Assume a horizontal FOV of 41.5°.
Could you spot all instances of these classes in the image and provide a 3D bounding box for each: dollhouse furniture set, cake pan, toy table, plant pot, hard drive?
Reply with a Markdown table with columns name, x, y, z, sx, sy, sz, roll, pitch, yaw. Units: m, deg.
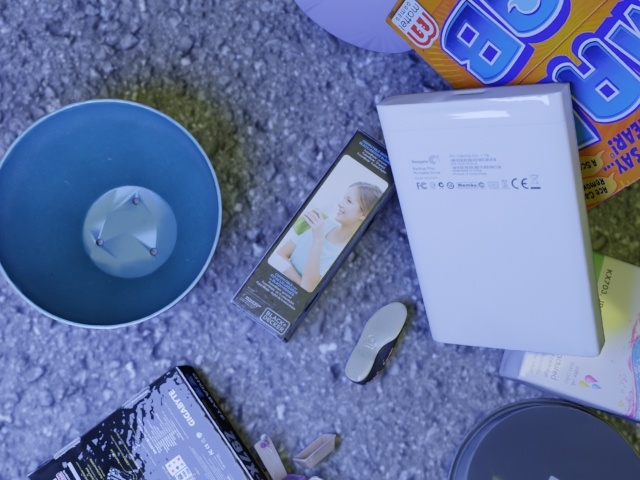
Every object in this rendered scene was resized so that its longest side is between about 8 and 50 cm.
| name | x | y | z | sx | sy | sz | roll | pitch | yaw |
| --- | --- | --- | --- | --- | --- | --- | --- | --- | --- |
| dollhouse furniture set | -0.047 | 0.285 | 1.192 | 0.114 | 0.091 | 0.081 | -32 | 101 | -35 |
| cake pan | 0.322 | 0.358 | 1.164 | 0.293 | 0.054 | 0.293 | -1 | 67 | 3 |
| toy table | 0.063 | -0.396 | 1.184 | 0.252 | 0.274 | 0.161 | 8 | 80 | 17 |
| plant pot | -0.274 | -0.024 | 1.146 | 0.290 | 0.195 | 0.290 | 0 | 83 | -4 |
| hard drive | 0.217 | -0.018 | 1.061 | 0.233 | 0.047 | 0.353 | 2 | 120 | 34 |

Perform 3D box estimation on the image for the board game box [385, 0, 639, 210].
| name | x | y | z | sx | sy | sz | roll | pitch | yaw |
| --- | --- | --- | --- | --- | --- | --- | --- | --- | --- |
| board game box | 0.370 | -0.326 | 0.991 | 0.356 | 0.356 | 0.356 | 44 | 62 | 0 |

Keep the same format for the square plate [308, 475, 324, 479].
| name | x | y | z | sx | sy | sz | roll | pitch | yaw |
| --- | --- | --- | --- | --- | --- | --- | --- | --- | --- |
| square plate | 0.024 | 0.564 | 1.166 | 0.344 | 0.049 | 0.347 | 37 | 82 | 2 |

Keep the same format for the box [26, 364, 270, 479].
| name | x | y | z | sx | sy | sz | roll | pitch | yaw |
| --- | --- | --- | --- | --- | --- | --- | --- | --- | --- |
| box | -0.196 | 0.368 | 1.127 | 0.257 | 0.079 | 0.322 | -38 | 78 | 3 |

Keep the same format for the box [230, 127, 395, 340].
| name | x | y | z | sx | sy | sz | roll | pitch | yaw |
| --- | --- | --- | --- | --- | --- | --- | --- | --- | --- |
| box | 0.000 | 0.000 | 1.175 | 0.087 | 0.169 | 0.290 | 36 | 84 | 5 |

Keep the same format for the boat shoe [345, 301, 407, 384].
| name | x | y | z | sx | sy | sz | roll | pitch | yaw |
| --- | --- | --- | --- | --- | --- | --- | --- | --- | --- |
| boat shoe | 0.083 | 0.149 | 1.225 | 0.049 | 0.042 | 0.133 | 29 | 81 | 26 |

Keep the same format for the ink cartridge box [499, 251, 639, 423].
| name | x | y | z | sx | sy | sz | roll | pitch | yaw |
| --- | --- | --- | --- | --- | --- | --- | --- | --- | --- |
| ink cartridge box | 0.460 | 0.154 | 1.204 | 0.353 | 0.119 | 0.207 | 18 | 82 | -1 |
